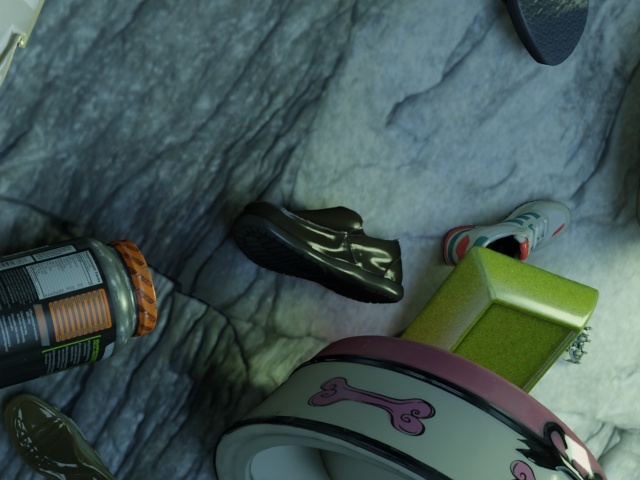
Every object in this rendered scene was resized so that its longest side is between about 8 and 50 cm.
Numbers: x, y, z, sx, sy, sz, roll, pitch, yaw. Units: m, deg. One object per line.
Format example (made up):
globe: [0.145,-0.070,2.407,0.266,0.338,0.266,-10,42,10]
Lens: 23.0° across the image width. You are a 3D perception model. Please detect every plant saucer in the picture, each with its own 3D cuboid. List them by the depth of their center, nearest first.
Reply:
plant saucer: [0.187,0.111,1.686,0.188,0.045,0.188,19,120,-32]

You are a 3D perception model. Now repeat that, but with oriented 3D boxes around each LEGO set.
LEGO set: [0.289,0.110,1.800,0.054,0.023,0.083,-48,122,-9]

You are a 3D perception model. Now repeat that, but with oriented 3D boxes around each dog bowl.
dog bowl: [0.105,0.254,1.537,0.408,0.408,0.150,54,55,-30]

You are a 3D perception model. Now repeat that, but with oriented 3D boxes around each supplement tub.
supplement tub: [-0.253,0.064,1.425,0.190,0.117,0.117,-15,111,-26]

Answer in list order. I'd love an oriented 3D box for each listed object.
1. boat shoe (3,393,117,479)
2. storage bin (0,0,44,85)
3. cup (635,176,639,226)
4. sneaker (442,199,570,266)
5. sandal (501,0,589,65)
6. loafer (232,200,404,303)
boat shoe: [-0.249,0.201,1.516,0.056,0.048,0.153,-42,114,2]
storage bin: [-0.378,-0.205,1.188,0.260,0.262,0.123,22,91,-32]
cup: [0.482,-0.068,1.715,0.331,0.331,0.237,20,119,-32]
sneaker: [0.215,0.002,1.695,0.161,0.075,0.057,-16,112,-25]
sandal: [0.203,-0.302,1.620,0.097,0.054,0.254,-33,109,-25]
loafer: [0.000,0.000,1.582,0.220,0.080,0.078,26,68,-42]
